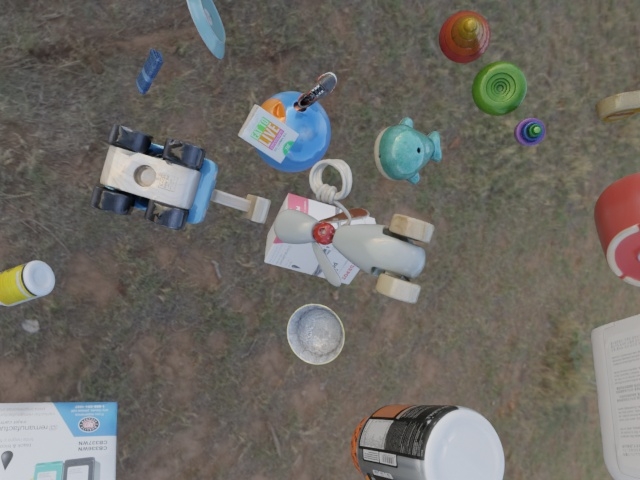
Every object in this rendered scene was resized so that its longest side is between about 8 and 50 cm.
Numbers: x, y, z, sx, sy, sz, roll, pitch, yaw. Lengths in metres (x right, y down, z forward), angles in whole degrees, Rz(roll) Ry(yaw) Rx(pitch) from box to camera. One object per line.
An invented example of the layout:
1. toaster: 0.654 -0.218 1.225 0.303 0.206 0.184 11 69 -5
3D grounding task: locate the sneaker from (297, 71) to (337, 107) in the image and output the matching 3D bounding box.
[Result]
1. sneaker: -0.011 -0.478 1.717 0.061 0.158 0.065 45 26 -15

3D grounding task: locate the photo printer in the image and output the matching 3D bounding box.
1. photo printer: 0.588 0.277 0.894 0.107 0.256 0.308 11 65 -10

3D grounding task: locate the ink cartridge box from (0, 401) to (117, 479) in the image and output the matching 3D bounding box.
1. ink cartridge box: -0.432 0.418 0.814 0.198 0.270 0.197 8 135 -28

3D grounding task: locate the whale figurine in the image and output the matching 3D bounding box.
1. whale figurine: 0.303 -0.287 1.689 0.272 0.141 0.216 -13 99 -32

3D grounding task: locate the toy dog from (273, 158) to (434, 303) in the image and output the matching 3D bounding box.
1. toy dog: 0.085 0.006 1.066 0.220 0.333 0.161 -53 155 6

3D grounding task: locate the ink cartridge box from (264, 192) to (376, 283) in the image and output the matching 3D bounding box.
1. ink cartridge box: 0.000 0.000 1.571 0.283 0.207 0.117 16 46 -15

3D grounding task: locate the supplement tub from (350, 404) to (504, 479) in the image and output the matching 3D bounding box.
1. supplement tub: 0.200 0.437 1.087 0.193 0.316 0.194 7 72 -23

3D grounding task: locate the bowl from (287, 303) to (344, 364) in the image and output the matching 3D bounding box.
1. bowl: -0.001 0.257 1.498 0.080 0.170 0.170 -7 106 -69

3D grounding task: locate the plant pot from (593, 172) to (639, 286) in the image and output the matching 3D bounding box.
1. plant pot: 0.882 -0.016 1.425 0.243 0.275 0.275 -48 129 -48

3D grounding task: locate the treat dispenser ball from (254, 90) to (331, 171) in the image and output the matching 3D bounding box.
1. treat dispenser ball: -0.105 -0.391 1.919 0.288 0.288 0.288 -11 106 -40

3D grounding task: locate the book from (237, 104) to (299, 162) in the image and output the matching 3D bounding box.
1. book: -0.140 -0.285 1.429 0.144 0.035 0.096 29 96 -36

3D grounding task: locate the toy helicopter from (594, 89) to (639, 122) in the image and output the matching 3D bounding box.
1. toy helicopter: 0.728 -0.298 1.021 0.235 0.355 0.140 4 76 -57

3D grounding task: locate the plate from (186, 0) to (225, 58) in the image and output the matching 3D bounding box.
1. plate: -0.262 -0.523 1.244 0.188 0.024 0.188 -16 90 -79

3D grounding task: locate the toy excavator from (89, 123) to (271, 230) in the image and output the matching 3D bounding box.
1. toy excavator: -0.370 -0.152 1.530 0.433 0.445 0.222 16 93 -1

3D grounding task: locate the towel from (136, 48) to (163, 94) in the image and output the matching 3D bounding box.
1. towel: -0.482 -0.474 1.487 0.029 0.067 0.119 14 128 -42

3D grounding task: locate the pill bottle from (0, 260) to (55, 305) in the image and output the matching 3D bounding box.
1. pill bottle: -0.857 0.127 1.497 0.103 0.184 0.103 -17 90 -74

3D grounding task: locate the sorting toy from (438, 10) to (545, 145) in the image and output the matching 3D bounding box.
1. sorting toy: 0.405 -0.376 1.212 0.127 0.126 0.365 -34 91 12
